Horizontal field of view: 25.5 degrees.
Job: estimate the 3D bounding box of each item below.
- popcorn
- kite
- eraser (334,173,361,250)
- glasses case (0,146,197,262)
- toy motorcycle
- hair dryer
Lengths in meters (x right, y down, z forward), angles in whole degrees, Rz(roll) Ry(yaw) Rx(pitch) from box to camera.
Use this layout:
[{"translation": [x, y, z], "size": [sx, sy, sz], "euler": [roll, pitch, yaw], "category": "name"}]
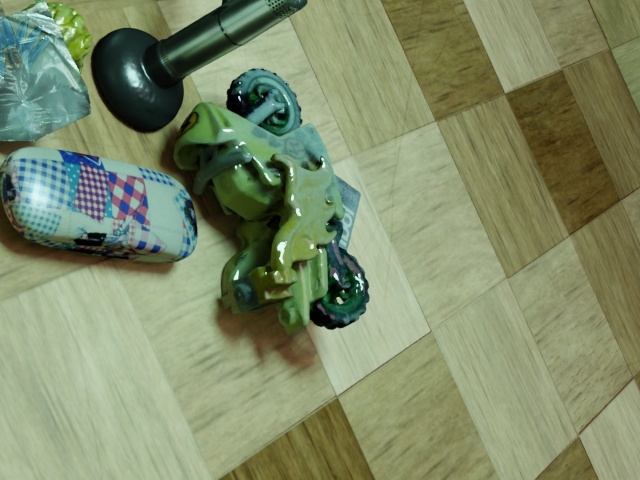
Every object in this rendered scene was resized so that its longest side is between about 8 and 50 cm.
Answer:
[{"translation": [-0.355, -0.250, 1.847], "size": [0.116, 0.121, 0.106], "euler": [54, 34, -31], "category": "popcorn"}, {"translation": [-0.387, -0.277, 1.773], "size": [0.169, 0.015, 0.309], "euler": [-9, 96, -19], "category": "kite"}, {"translation": [0.000, 0.000, 2.203], "size": [0.092, 0.046, 0.212], "euler": [33, 60, -39], "category": "eraser"}, {"translation": [-0.284, -0.044, 1.860], "size": [0.327, 0.076, 0.125], "euler": [12, 60, -51], "category": "glasses case"}, {"translation": [-0.073, -0.055, 2.056], "size": [0.237, 0.169, 0.410], "euler": [-14, 78, -39], "category": "toy motorcycle"}, {"translation": [-0.146, -0.329, 2.038], "size": [0.155, 0.320, 0.284], "euler": [50, 27, -23], "category": "hair dryer"}]
